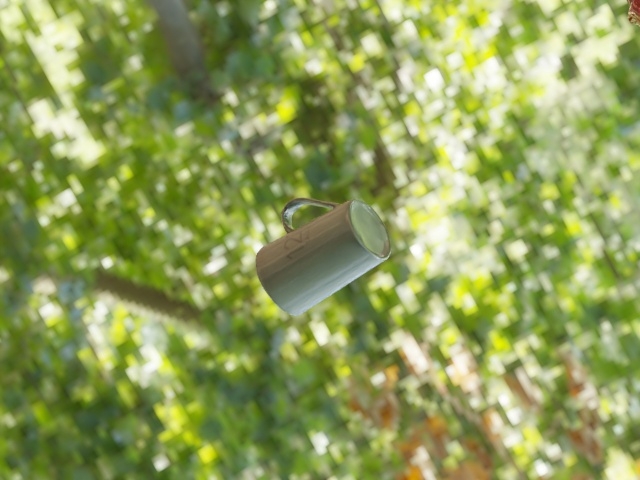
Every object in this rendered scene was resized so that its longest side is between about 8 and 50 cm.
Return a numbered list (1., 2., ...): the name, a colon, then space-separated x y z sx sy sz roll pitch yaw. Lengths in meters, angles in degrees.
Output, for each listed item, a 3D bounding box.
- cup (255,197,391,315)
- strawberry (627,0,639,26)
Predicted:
1. cup: 0.003 0.004 1.265 0.083 0.054 0.075 -31 -148 27
2. strawberry: 0.215 -0.081 0.683 0.201 0.187 0.184 -2 144 -18
